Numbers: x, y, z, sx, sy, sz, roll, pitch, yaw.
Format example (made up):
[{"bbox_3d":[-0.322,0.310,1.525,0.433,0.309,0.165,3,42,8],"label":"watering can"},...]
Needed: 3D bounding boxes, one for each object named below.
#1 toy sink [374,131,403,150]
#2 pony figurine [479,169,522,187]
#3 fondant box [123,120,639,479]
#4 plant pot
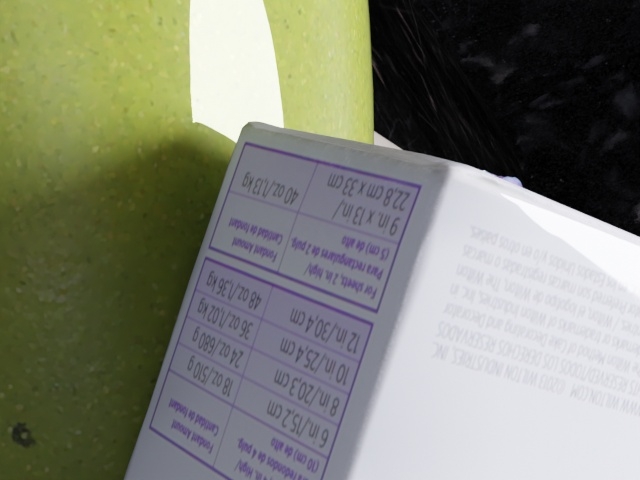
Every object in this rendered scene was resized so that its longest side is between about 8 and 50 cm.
[{"bbox_3d":[0.000,0.000,1.111,0.234,0.131,0.153,22,41,-62],"label":"toy sink"},{"bbox_3d":[0.176,0.122,1.322,0.351,0.303,0.363,-36,101,-44],"label":"pony figurine"},{"bbox_3d":[0.043,0.160,0.402,0.238,0.330,0.096,18,-1,-35],"label":"fondant box"},{"bbox_3d":[-0.091,0.042,0.478,0.275,0.275,0.293,-16,93,-76],"label":"plant pot"}]
